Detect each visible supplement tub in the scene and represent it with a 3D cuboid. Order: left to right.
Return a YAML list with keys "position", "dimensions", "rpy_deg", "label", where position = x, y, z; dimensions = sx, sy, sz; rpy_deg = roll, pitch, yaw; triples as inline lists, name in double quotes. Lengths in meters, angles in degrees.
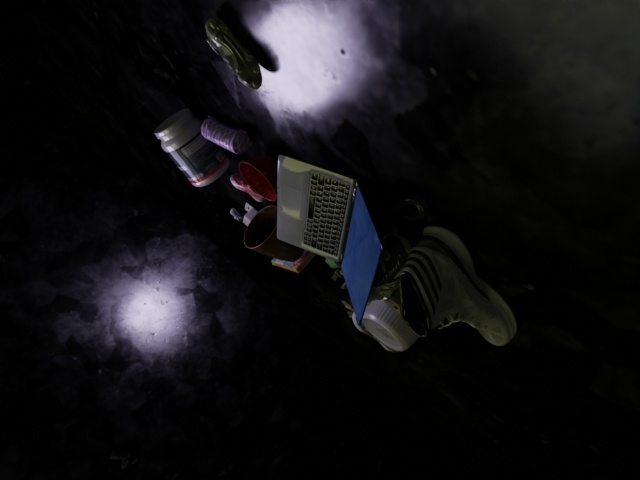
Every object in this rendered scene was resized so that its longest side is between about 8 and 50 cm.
- position: [-0.517, -0.373, 1.719]
  dimensions: [0.191, 0.191, 0.272]
  rpy_deg: [16, 148, 50]
  label: "supplement tub"

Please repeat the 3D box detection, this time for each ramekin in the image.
- position: [0.296, 0.350, 1.787]
  dimensions: [0.272, 0.127, 0.273]
  rpy_deg: [36, 158, 17]
  label: "ramekin"

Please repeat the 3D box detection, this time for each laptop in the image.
- position: [0.000, 0.000, 1.306]
  dimensions: [0.407, 0.236, 0.382]
  rpy_deg: [21, 138, 12]
  label: "laptop"

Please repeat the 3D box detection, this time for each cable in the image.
- position: [0.211, -0.077, 1.224]
  dimensions: [0.140, 0.072, 0.287]
  rpy_deg: [56, 149, 9]
  label: "cable"

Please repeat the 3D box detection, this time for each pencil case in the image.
- position: [-0.349, -0.386, 1.548]
  dimensions: [0.206, 0.086, 0.088]
  rpy_deg: [28, 121, 30]
  label: "pencil case"

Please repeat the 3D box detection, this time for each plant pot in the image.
- position: [-0.182, -0.006, 1.879]
  dimensions: [0.230, 0.216, 0.215]
  rpy_deg: [37, 166, -36]
  label: "plant pot"

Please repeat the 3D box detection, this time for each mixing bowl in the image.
- position: [-0.198, -0.243, 1.532]
  dimensions: [0.181, 0.098, 0.181]
  rpy_deg: [35, 158, 16]
  label: "mixing bowl"

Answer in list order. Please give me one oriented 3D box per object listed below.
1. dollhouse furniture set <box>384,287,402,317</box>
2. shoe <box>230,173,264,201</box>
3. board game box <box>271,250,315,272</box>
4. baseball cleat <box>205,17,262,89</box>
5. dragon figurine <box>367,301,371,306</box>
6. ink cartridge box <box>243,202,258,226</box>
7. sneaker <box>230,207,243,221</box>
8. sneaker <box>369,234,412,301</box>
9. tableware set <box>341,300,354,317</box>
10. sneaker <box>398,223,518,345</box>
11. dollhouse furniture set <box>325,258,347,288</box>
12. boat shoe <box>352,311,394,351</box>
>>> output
- position: [0.300, 0.217, 1.504]
  dimensions: [0.129, 0.129, 0.184]
  rpy_deg: [41, 159, 2]
  label: "dollhouse furniture set"
- position: [-0.305, -0.238, 1.800]
  dimensions: [0.178, 0.064, 0.081]
  rpy_deg: [36, 158, 0]
  label: "shoe"
- position: [-0.141, 0.085, 2.053]
  dimensions: [0.259, 0.124, 0.039]
  rpy_deg: [8, 140, 56]
  label: "board game box"
- position: [-0.233, -0.501, 1.146]
  dimensions: [0.206, 0.072, 0.109]
  rpy_deg: [56, 170, -21]
  label: "baseball cleat"
- position: [0.216, 0.153, 1.582]
  dimensions: [0.085, 0.144, 0.289]
  rpy_deg: [41, 128, 2]
  label: "dragon figurine"
- position: [-0.322, -0.089, 2.115]
  dimensions: [0.198, 0.067, 0.115]
  rpy_deg: [43, 160, 0]
  label: "ink cartridge box"
- position: [-0.449, -0.136, 2.305]
  dimensions: [0.069, 0.038, 0.098]
  rpy_deg: [31, 167, 23]
  label: "sneaker"
- position: [0.203, 0.084, 1.325]
  dimensions: [0.385, 0.147, 0.145]
  rpy_deg: [118, 137, -61]
  label: "sneaker"
- position: [0.180, 0.383, 2.219]
  dimensions: [0.141, 0.020, 0.169]
  rpy_deg: [20, 151, 46]
  label: "tableware set"
- position: [0.358, 0.197, 1.174]
  dimensions: [0.448, 0.257, 0.169]
  rpy_deg: [49, 159, -19]
  label: "sneaker"
- position: [0.071, 0.144, 1.881]
  dimensions: [0.152, 0.059, 0.076]
  rpy_deg: [47, 159, -13]
  label: "dollhouse furniture set"
- position: [0.282, 0.430, 2.007]
  dimensions: [0.301, 0.108, 0.102]
  rpy_deg: [44, 160, -13]
  label: "boat shoe"
